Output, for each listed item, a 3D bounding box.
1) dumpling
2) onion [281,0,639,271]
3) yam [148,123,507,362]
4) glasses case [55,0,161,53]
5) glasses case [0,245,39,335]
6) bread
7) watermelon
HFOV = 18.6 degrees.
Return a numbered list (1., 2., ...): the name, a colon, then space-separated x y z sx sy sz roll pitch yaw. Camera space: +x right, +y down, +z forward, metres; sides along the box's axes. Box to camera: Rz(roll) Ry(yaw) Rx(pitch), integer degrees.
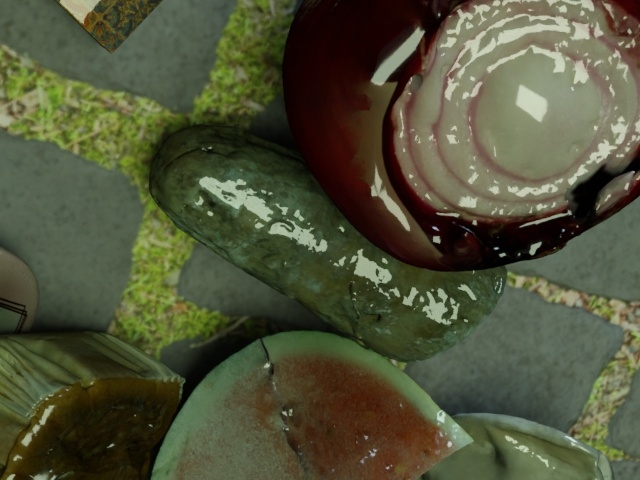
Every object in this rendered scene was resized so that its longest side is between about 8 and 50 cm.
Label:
1. dumpling: 0.164 0.283 1.856 0.227 0.175 0.243 12 90 5
2. onion: 0.140 -0.136 1.603 0.341 0.341 0.341 -7 111 -19
3. yam: 0.000 0.000 1.691 0.330 0.133 0.133 28 96 -24
4. glasses case: -0.124 -0.257 1.596 0.218 0.049 0.075 -46 118 -1
5. glasses case: -0.343 0.140 1.635 0.122 0.075 0.314 24 98 -31
6. bread: -0.223 0.179 1.633 0.210 0.110 0.192 8 109 -58
7. watermelon: -0.014 0.201 1.744 0.260 0.176 0.256 -18 131 -49
